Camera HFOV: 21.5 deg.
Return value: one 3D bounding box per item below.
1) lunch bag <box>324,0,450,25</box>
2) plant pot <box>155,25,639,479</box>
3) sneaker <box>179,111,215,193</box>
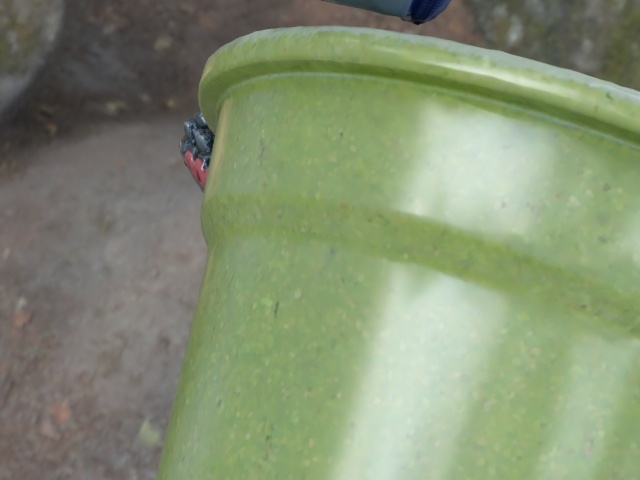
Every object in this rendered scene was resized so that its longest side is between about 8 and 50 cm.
[{"bbox_3d":[0.030,-0.207,0.481,0.115,0.303,0.243,7,64,-8],"label":"lunch bag"},{"bbox_3d":[0.044,0.104,0.572,0.276,0.276,0.254,22,79,-8],"label":"plant pot"},{"bbox_3d":[0.000,0.000,1.091,0.097,0.135,0.276,-25,38,-30],"label":"sneaker"}]
